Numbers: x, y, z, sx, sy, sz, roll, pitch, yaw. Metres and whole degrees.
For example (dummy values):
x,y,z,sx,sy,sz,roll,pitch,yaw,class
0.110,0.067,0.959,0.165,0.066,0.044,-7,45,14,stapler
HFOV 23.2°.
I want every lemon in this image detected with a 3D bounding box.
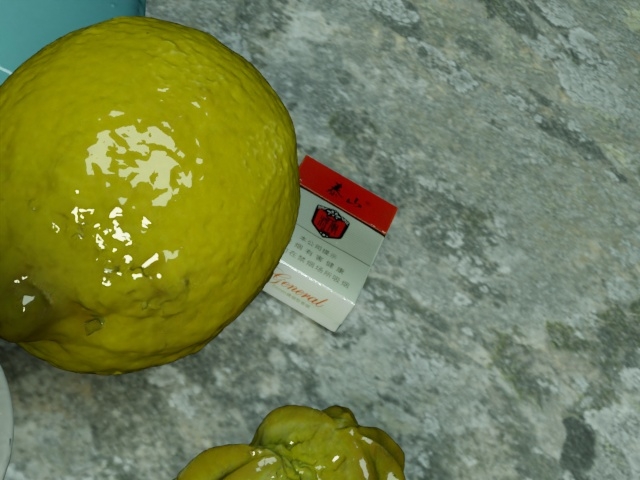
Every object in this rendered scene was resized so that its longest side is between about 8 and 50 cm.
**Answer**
x,y,z,sx,sy,sz,roll,pitch,yaw,class
-0.144,-0.031,1.150,0.245,0.245,0.320,34,45,0,lemon

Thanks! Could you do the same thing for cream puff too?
x,y,z,sx,sy,sz,roll,pitch,yaw,class
-0.018,0.195,1.059,0.221,0.195,0.195,-9,55,-44,cream puff

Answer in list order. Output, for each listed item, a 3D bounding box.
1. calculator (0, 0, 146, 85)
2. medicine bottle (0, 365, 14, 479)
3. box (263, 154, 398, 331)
x,y,z,sx,sy,sz,roll,pitch,yaw,class
-0.288,-0.172,1.352,0.256,0.054,0.386,27,43,-9,calculator
-0.285,0.173,0.762,0.208,0.340,0.208,19,41,-17,medicine bottle
0.000,0.000,1.374,0.100,0.048,0.152,32,41,-4,box
